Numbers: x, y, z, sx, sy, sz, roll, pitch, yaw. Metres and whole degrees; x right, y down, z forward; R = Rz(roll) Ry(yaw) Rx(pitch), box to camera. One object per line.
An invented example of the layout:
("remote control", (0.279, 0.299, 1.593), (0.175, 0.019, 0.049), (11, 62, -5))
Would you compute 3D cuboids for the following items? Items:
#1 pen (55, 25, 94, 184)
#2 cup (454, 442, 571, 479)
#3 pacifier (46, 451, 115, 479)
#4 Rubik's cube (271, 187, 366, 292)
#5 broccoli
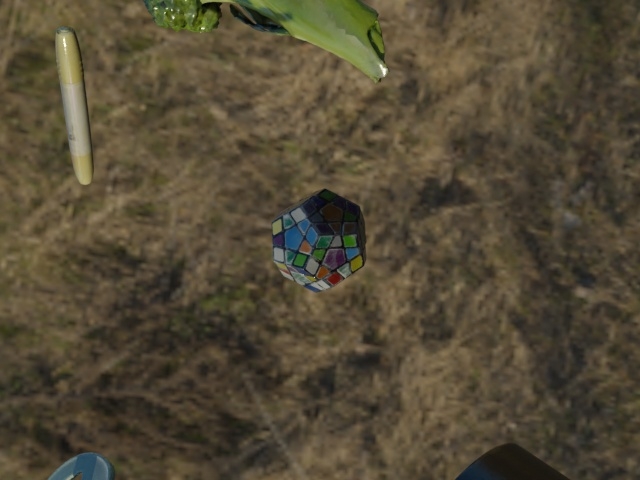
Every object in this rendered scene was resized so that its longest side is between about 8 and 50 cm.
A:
("pen", (-0.309, -0.168, 1.722), (0.040, 0.032, 0.233), (-122, 25, -44))
("cup", (0.154, 0.295, 1.091), (0.177, 0.166, 0.239), (38, 76, 28))
("pacifier", (-0.222, 0.231, 1.098), (0.127, 0.117, 0.150), (-36, 41, 25))
("Rubik's cube", (0.000, 0.000, 1.436), (0.111, 0.111, 0.093), (-22, 100, 54))
("broccoli", (-0.054, -0.330, 1.466), (0.186, 0.302, 0.254), (-70, -15, -50))
